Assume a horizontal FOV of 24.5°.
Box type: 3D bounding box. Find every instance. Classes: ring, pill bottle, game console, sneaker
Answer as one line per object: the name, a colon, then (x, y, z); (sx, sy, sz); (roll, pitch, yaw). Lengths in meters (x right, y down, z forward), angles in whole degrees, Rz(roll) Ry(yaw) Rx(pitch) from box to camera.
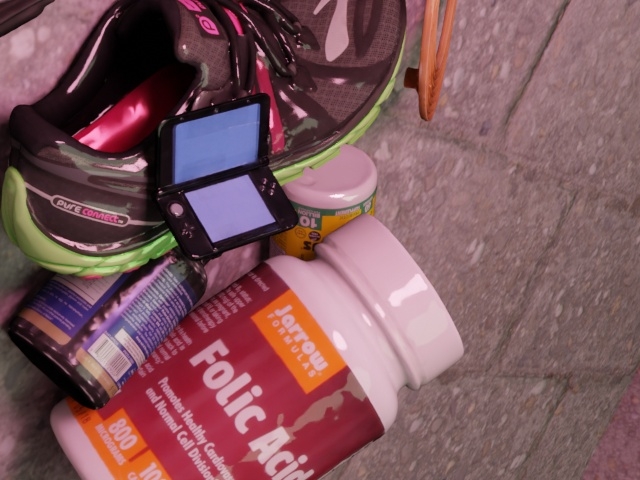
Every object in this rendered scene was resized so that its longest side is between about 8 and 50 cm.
ring: (0.127, -0.295, 1.568); (0.336, 0.032, 0.337); (10, 90, -83)
pill bottle: (0.000, 0.000, 1.681); (0.117, 0.117, 0.208); (-32, 140, -38)
pill bottle: (-0.061, 0.156, 1.531); (0.392, 0.224, 0.224); (-35, 145, -8)
pill bottle: (-0.189, 0.047, 1.441); (0.219, 0.122, 0.123); (-48, 148, -17)
game console: (-0.078, -0.055, 1.272); (0.122, 0.107, 0.071); (-19, 160, -35)
sneaker: (-0.088, -0.152, 1.360); (0.483, 0.185, 0.202); (-41, 149, -30)

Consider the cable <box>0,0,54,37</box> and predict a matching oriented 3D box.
cable: (-0.212, -0.207, 1.078); (0.287, 0.072, 0.139); (-26, -179, 19)
